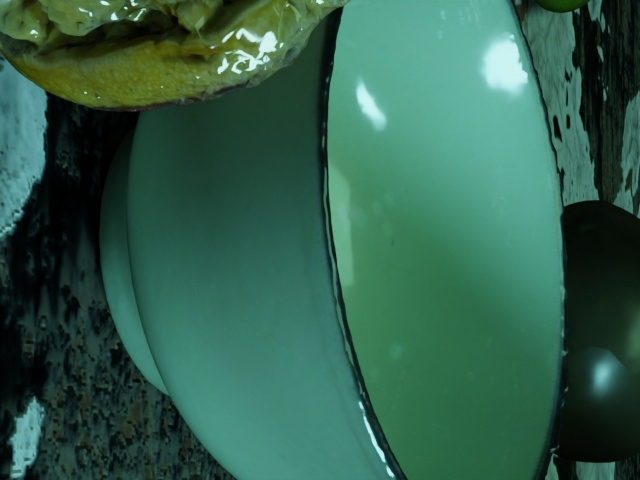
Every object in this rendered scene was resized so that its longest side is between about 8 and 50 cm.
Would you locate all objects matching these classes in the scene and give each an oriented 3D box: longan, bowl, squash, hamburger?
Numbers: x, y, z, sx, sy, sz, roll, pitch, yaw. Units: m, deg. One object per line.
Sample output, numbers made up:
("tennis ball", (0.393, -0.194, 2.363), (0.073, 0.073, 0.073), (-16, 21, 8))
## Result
("longan", (0.241, 0.083, 1.504), (0.246, 0.215, 0.246), (162, -90, -81))
("bowl", (0.000, 0.000, 0.941), (0.354, 0.185, 0.353), (23, 64, -60))
("squash", (0.263, -0.278, 1.803), (0.201, 0.066, 0.066), (-30, 116, -73))
("hamburger", (-0.065, -0.200, 0.750), (0.211, 0.260, 0.245), (57, 3, -27))
